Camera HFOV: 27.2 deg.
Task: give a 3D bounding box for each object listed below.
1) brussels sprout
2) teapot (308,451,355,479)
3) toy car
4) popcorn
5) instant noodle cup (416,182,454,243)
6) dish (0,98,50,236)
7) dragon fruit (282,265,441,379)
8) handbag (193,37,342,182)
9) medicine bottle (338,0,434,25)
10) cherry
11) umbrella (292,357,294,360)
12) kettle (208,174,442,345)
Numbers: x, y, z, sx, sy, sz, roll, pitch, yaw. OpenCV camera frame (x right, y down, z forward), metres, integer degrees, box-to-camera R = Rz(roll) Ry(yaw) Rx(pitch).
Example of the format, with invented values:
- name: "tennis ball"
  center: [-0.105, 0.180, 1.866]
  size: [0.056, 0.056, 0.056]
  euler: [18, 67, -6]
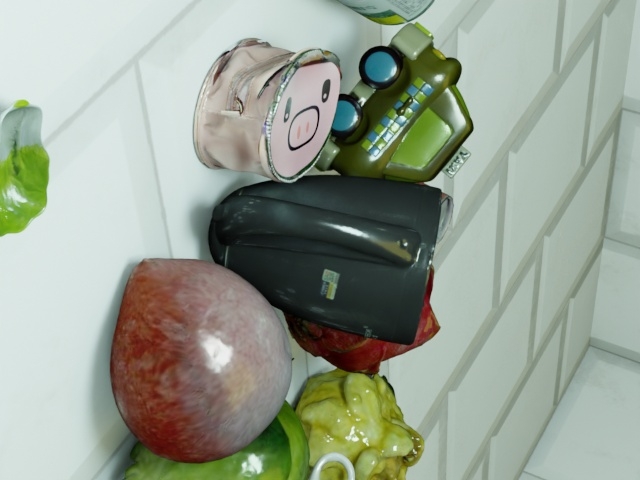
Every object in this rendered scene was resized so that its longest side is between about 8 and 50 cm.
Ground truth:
- name: "brussels sprout"
  center: [-0.137, 0.302, 1.725]
  size: [0.271, 0.219, 0.210]
  euler: [-32, 150, -27]
- name: "teapot"
  center: [-0.029, 0.406, 1.834]
  size: [0.245, 0.116, 0.159]
  euler: [-55, 160, -22]
- name: "toy car"
  center: [0.118, -0.160, 1.866]
  size: [0.248, 0.198, 0.204]
  euler: [-50, 176, 7]
- name: "popcorn"
  center: [0.053, 0.331, 2.184]
  size: [0.215, 0.252, 0.286]
  euler: [-28, 149, 3]
- name: "instant noodle cup"
  center: [0.139, -0.053, 2.159]
  size: [0.127, 0.136, 0.127]
  euler: [-49, 150, -41]
- name: "dish"
  center: [-0.302, -0.073, 1.261]
  size: [0.091, 0.039, 0.137]
  euler: [-24, 129, -54]
- name: "dragon fruit"
  center: [0.055, 0.078, 1.949]
  size: [0.250, 0.250, 0.315]
  euler: [-64, 149, -16]
- name: "handbag"
  center: [-0.061, -0.161, 1.641]
  size: [0.205, 0.116, 0.179]
  euler: [-32, 135, -55]
- name: "medicine bottle"
  center: [0.052, -0.372, 1.697]
  size: [0.293, 0.141, 0.141]
  euler: [9, 99, -68]
- name: "cherry"
  center: [-0.140, 0.137, 1.582]
  size: [0.239, 0.206, 0.239]
  euler: [-41, 147, -33]
- name: "umbrella"
  center: [-0.067, 0.200, 2.050]
  size: [0.122, 0.013, 0.022]
  euler: [-32, 148, -58]
- name: "kettle"
  center: [0.000, 0.000, 1.670]
  size: [0.268, 0.290, 0.207]
  euler: [95, 7, -78]
